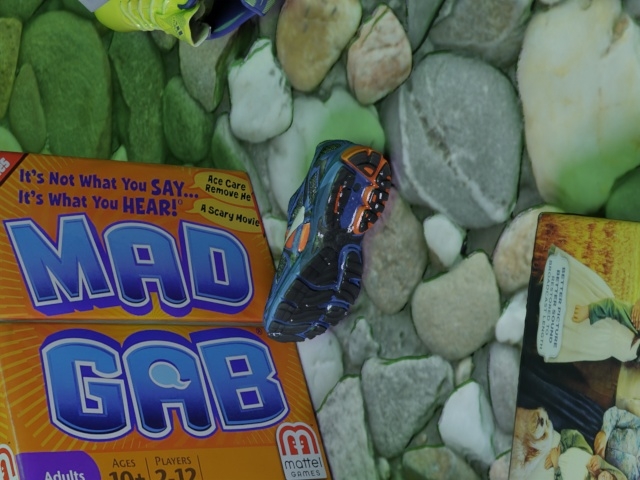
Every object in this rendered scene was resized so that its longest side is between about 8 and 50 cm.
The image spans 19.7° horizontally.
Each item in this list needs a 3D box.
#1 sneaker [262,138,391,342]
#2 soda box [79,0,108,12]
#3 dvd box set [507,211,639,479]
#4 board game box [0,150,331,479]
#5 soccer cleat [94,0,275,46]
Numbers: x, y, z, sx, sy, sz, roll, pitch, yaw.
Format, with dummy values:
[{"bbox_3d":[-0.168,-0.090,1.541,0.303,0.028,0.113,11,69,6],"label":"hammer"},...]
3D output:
[{"bbox_3d":[0.000,0.000,1.794,0.221,0.083,0.087,-65,33,15],"label":"sneaker"},{"bbox_3d":[-0.155,-0.359,1.876,0.286,0.091,0.098,-30,40,22],"label":"soda box"},{"bbox_3d":[0.262,0.140,1.377,0.420,0.062,0.307,-167,83,-70],"label":"dvd box set"},{"bbox_3d":[-0.269,0.153,1.863,0.356,0.356,0.356,-34,63,42],"label":"board game box"},{"bbox_3d":[-0.151,-0.255,1.940,0.289,0.093,0.121,-11,63,45],"label":"soccer cleat"}]
